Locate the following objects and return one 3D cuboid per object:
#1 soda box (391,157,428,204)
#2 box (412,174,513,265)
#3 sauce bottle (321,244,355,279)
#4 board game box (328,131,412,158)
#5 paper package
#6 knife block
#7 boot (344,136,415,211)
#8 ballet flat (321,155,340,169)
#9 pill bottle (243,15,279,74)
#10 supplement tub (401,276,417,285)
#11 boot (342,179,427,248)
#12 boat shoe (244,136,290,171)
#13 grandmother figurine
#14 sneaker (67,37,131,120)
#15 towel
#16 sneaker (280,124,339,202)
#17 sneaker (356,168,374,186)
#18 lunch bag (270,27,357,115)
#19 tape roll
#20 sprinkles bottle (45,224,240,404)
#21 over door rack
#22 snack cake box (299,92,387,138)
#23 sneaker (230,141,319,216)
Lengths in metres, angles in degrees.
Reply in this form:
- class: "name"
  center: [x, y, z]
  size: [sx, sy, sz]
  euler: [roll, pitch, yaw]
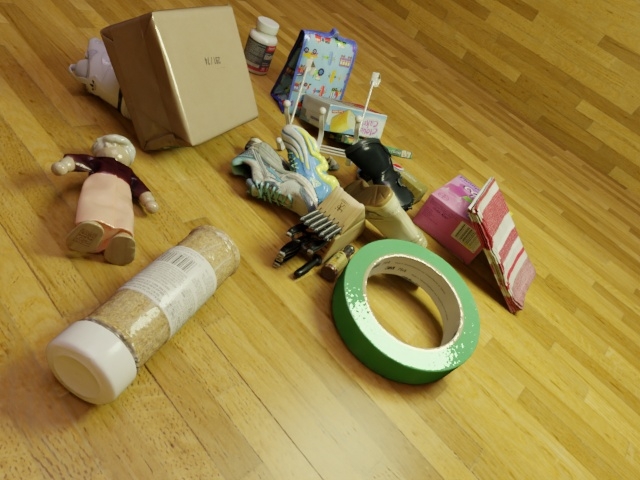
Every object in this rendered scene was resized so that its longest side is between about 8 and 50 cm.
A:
- class: "soda box"
  center: [0.259, -0.197, 1.524]
  size: [0.181, 0.061, 0.058]
  euler: [42, 38, 17]
- class: "box"
  center: [0.444, -0.071, 1.451]
  size: [0.214, 0.117, 0.243]
  euler: [41, 38, 16]
- class: "sauce bottle"
  center: [0.045, 0.049, 1.120]
  size: [0.042, 0.042, 0.128]
  euler: [35, 35, 8]
- class: "board game box"
  center: [0.169, -0.322, 1.592]
  size: [0.260, 0.030, 0.136]
  euler: [9, 15, -25]
- class: "paper package"
  center: [-0.331, -0.414, 1.189]
  size: [0.168, 0.309, 0.325]
  euler: [-1, 26, 27]
- class: "knife block"
  center: [0.000, 0.000, 1.130]
  size: [0.088, 0.242, 0.275]
  euler: [41, -6, 13]
- class: "boot"
  center: [0.177, -0.172, 1.324]
  size: [0.246, 0.094, 0.207]
  euler: [-1, 65, -64]
- class: "ballet flat"
  center: [0.018, -0.241, 1.439]
  size: [0.115, 0.041, 0.041]
  euler: [2, 45, -32]
- class: "pill bottle"
  center: [-0.219, -0.717, 1.724]
  size: [0.108, 0.180, 0.107]
  euler: [17, 39, -15]
- class: "supplement tub"
  center: [0.223, 0.064, 1.190]
  size: [0.107, 0.071, 0.071]
  euler: [29, 37, 1]
- class: "boot"
  center: [0.161, -0.063, 1.268]
  size: [0.203, 0.095, 0.262]
  euler: [47, -12, -25]
- class: "boat shoe"
  center: [-0.146, -0.224, 1.311]
  size: [0.152, 0.056, 0.049]
  euler: [37, 63, -3]
- class: "grandmother figurine"
  center: [-0.437, -0.110, 0.957]
  size: [0.208, 0.104, 0.342]
  euler: [37, 24, -38]
- class: "sneaker"
  center: [-0.509, -0.477, 1.293]
  size: [0.210, 0.137, 0.365]
  euler: [28, 40, -6]
- class: "towel"
  center: [0.521, 0.006, 1.322]
  size: [0.237, 0.037, 0.328]
  euler: [-42, 109, -47]
- class: "sneaker"
  center: [-0.048, -0.199, 1.268]
  size: [0.240, 0.091, 0.126]
  euler: [52, 48, -4]
- class: "sneaker"
  center: [0.149, -0.231, 1.487]
  size: [0.084, 0.069, 0.185]
  euler: [9, 40, -33]
- class: "lunch bag"
  center: [-0.008, -0.580, 1.606]
  size: [0.221, 0.293, 0.138]
  euler: [-2, 47, -35]
- class: "tape roll"
  center: [0.187, 0.146, 1.021]
  size: [0.322, 0.077, 0.321]
  euler: [12, 51, -14]
- class: "sprinkles bottle"
  center: [-0.271, 0.103, 0.787]
  size: [0.121, 0.121, 0.355]
  euler: [32, 37, 4]
- class: "over door rack"
  center: [0.023, -0.402, 1.405]
  size: [0.240, 0.108, 0.324]
  euler: [16, 75, 10]
- class: "snack cake box"
  center: [0.080, -0.427, 1.614]
  size: [0.265, 0.089, 0.152]
  euler: [-2, 28, -39]
- class: "sneaker"
  center: [-0.121, -0.130, 1.193]
  size: [0.122, 0.110, 0.283]
  euler: [-31, 60, -32]
